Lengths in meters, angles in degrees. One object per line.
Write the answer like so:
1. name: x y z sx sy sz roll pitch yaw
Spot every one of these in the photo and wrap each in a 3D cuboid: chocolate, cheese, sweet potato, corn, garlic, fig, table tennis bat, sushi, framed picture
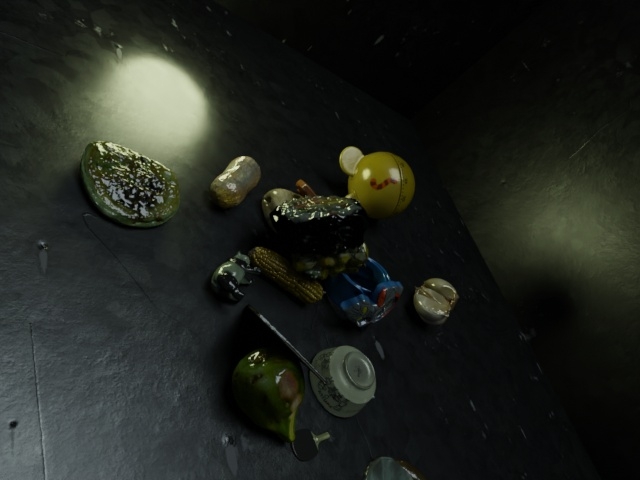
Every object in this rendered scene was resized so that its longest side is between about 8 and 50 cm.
1. chocolate: -0.311 -0.223 1.830 0.134 0.134 0.309 45 32 -10
2. cheese: -0.131 -0.115 1.962 0.218 0.117 0.235 42 29 -12
3. sweet potato: 0.287 0.787 1.591 0.286 0.085 0.112 46 36 -8
4. corn: -0.123 0.117 1.747 0.313 0.102 0.102 38 34 -18
5. garlic: 0.530 0.290 2.346 0.203 0.184 0.281 30 49 15
6. fig: -0.131 0.441 1.358 0.206 0.206 0.274 -36 118 -59
7. table tennis bat: -0.027 0.595 1.456 0.157 0.013 0.086 4 54 -49
8. sushi: 0.000 0.000 1.745 0.329 0.285 0.328 -8 19 -17
9. framed picture: -0.110 0.292 1.442 0.265 0.016 0.347 47 -11 -6

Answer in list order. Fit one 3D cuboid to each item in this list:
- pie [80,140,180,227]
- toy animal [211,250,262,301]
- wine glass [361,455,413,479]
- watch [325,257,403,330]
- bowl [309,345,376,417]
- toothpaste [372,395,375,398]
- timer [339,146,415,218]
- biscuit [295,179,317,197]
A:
1. pie: -0.574 -0.170 1.497 0.323 0.071 0.323 32 38 -29
2. toy animal: -0.270 0.112 1.580 0.121 0.094 0.225 38 34 -5
3. wine glass: 0.025 0.649 1.098 0.267 0.406 0.267 36 34 -28
4. watch: 0.132 0.190 1.918 0.305 0.241 0.274 -5 46 -46
5. bowl: 0.094 0.448 1.629 0.238 0.126 0.237 25 43 -26
6. toothpaste: 0.129 0.482 1.755 0.197 0.035 0.057 52 16 5
7. timer: 0.262 -0.274 2.453 0.387 0.376 0.375 -3 56 -24
8. biscuit: -0.025 -0.160 2.057 0.283 0.043 0.306 53 -3 22
